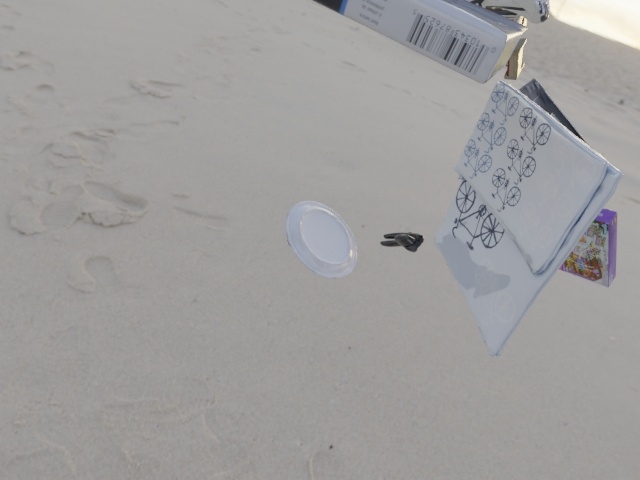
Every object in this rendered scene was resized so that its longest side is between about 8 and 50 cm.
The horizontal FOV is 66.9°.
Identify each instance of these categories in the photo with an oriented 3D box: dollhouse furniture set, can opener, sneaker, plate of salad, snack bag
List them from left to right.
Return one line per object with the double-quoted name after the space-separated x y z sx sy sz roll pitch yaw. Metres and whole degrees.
0.000 0.000 1.107 0.199 0.048 0.200 21 51 -28 "plate of salad"
0.239 -0.004 1.443 0.073 0.059 0.186 43 -13 -18 "can opener"
0.302 -0.462 0.908 0.234 0.153 0.094 24 66 -23 "sneaker"
0.472 -0.523 1.308 0.129 0.184 0.129 16 57 29 "dollhouse furniture set"
0.284 -0.044 0.781 0.037 0.343 0.323 7 35 -14 "snack bag"

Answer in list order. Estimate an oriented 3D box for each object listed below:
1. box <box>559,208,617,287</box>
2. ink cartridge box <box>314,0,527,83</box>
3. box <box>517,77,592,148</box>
0.797 0.002 1.494 0.057 0.293 0.200 -45 43 -18 "box"
0.129 -0.328 0.683 0.303 0.072 0.307 30 30 12 "ink cartridge box"
0.658 -0.318 1.381 0.243 0.076 0.307 58 25 11 "box"
